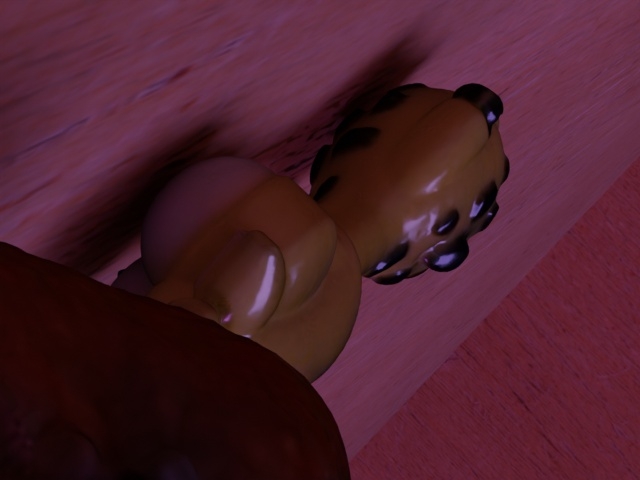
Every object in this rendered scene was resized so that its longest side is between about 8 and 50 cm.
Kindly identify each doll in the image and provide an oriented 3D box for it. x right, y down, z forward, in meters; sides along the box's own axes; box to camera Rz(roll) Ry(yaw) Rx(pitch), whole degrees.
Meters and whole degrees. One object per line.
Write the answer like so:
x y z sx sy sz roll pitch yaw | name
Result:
-0.001 -0.001 0.655 0.117 0.086 0.291 -55 169 31 | doll

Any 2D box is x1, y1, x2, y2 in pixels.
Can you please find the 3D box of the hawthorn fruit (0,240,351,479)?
-0.110 0.120 0.398 0.262 0.210 0.210 -29 -178 37 | hawthorn fruit
